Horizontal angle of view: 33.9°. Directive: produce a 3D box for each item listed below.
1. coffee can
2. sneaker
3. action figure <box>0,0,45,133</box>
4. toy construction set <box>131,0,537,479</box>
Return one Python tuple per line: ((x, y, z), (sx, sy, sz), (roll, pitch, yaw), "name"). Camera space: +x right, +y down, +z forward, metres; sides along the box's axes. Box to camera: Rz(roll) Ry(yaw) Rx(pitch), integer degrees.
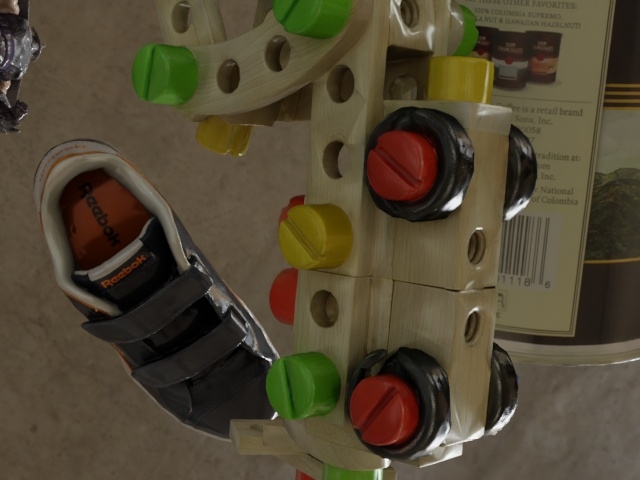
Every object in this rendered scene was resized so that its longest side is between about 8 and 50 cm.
((0.138, -0.089, 0.647), (0.201, 0.201, 0.276), (-12, 113, -38), "coffee can")
((-0.143, 0.055, 0.912), (0.126, 0.127, 0.321), (-38, 99, -3), "sneaker")
((-0.357, -0.205, 1.127), (0.285, 0.099, 0.186), (-57, 147, -76), "action figure")
((0.000, 0.000, 0.523), (0.151, 0.215, 0.328), (-22, 113, -45), "toy construction set")
